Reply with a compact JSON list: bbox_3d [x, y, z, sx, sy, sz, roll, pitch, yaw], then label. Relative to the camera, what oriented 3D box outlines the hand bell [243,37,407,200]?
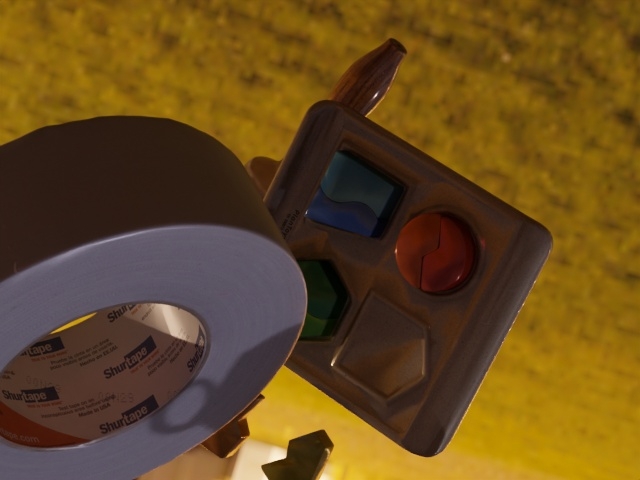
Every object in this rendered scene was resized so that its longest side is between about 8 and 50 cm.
[{"bbox_3d":[-0.008,-0.076,1.644,0.126,0.242,0.126,34,-155,-19],"label":"hand bell"}]

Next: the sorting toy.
[{"bbox_3d":[0.021,0.071,1.549,0.229,0.307,0.041,32,-165,21],"label":"sorting toy"}]

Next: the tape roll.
[{"bbox_3d":[-0.119,0.040,0.940,0.219,0.219,0.072,23,-149,-51],"label":"tape roll"}]
